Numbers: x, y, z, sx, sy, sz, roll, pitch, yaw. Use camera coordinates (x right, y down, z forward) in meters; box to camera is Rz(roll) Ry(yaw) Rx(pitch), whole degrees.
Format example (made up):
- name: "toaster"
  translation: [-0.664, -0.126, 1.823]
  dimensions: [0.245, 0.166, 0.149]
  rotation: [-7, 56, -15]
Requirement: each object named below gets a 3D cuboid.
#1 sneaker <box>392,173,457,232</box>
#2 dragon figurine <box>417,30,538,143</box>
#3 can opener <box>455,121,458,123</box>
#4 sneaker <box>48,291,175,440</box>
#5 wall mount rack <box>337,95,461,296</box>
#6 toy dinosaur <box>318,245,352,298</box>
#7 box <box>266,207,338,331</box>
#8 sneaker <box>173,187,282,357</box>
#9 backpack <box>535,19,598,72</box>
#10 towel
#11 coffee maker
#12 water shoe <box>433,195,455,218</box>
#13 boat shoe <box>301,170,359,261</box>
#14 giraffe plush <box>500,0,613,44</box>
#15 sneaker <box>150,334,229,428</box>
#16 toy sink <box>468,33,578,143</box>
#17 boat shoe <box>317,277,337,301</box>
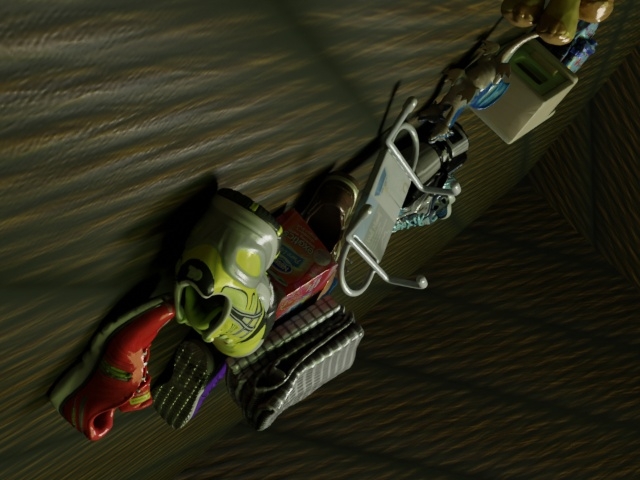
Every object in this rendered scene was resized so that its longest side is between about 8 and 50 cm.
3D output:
- name: "sneaker"
  translation: [0.205, -0.073, 2.002]
  dimensions: [0.283, 0.122, 0.110]
  rotation: [-44, 169, 2]
- name: "dragon figurine"
  translation: [0.297, -0.297, 1.582]
  dimensions: [0.289, 0.085, 0.144]
  rotation: [-39, 171, 1]
- name: "can opener"
  translation: [0.250, -0.191, 1.900]
  dimensions: [0.186, 0.073, 0.059]
  rotation: [-49, 164, -23]
- name: "sneaker"
  translation: [-0.278, 0.186, 1.252]
  dimensions: [0.279, 0.118, 0.107]
  rotation: [-49, 169, 24]
- name: "wall mount rack"
  translation: [0.128, -0.077, 1.481]
  dimensions: [0.304, 0.130, 0.350]
  rotation: [46, 60, -50]
- name: "toy dinosaur"
  translation: [-0.016, 0.062, 1.748]
  dimensions: [0.200, 0.127, 0.295]
  rotation: [-52, 174, 7]
- name: "box"
  translation: [-0.082, 0.075, 1.495]
  dimensions: [0.122, 0.128, 0.257]
  rotation: [-30, 165, -28]
- name: "sneaker"
  translation: [-0.151, 0.078, 1.216]
  dimensions: [0.147, 0.145, 0.385]
  rotation: [-52, 163, -28]
- name: "backpack"
  translation: [0.540, -0.442, 1.845]
  dimensions: [0.173, 0.117, 0.158]
  rotation: [-50, 169, 15]
- name: "towel"
  translation: [-0.046, 0.230, 1.560]
  dimensions: [0.235, 0.121, 0.284]
  rotation: [-32, 166, -17]
- name: "coffee maker"
  translation: [0.199, -0.156, 1.756]
  dimensions: [0.178, 0.120, 0.171]
  rotation: [-36, -169, -30]
- name: "water shoe"
  translation: [0.348, -0.112, 2.567]
  dimensions: [0.080, 0.073, 0.203]
  rotation: [-20, 161, -6]
- name: "boat shoe"
  translation: [-0.008, -0.003, 1.512]
  dimensions: [0.095, 0.095, 0.257]
  rotation: [-71, 178, -48]
- name: "giraffe plush"
  translation: [0.345, -0.407, 1.185]
  dimensions: [0.210, 0.181, 0.170]
  rotation: [-50, 163, -14]
- name: "sneaker"
  translation: [-0.243, 0.275, 1.756]
  dimensions: [0.146, 0.102, 0.293]
  rotation: [-33, 165, -46]
- name: "toy sink"
  translation: [0.418, -0.322, 1.757]
  dimensions: [0.234, 0.153, 0.131]
  rotation: [-31, 163, -46]
- name: "boat shoe"
  translation: [-0.032, 0.132, 1.976]
  dimensions: [0.089, 0.109, 0.258]
  rotation: [-44, 168, 21]
